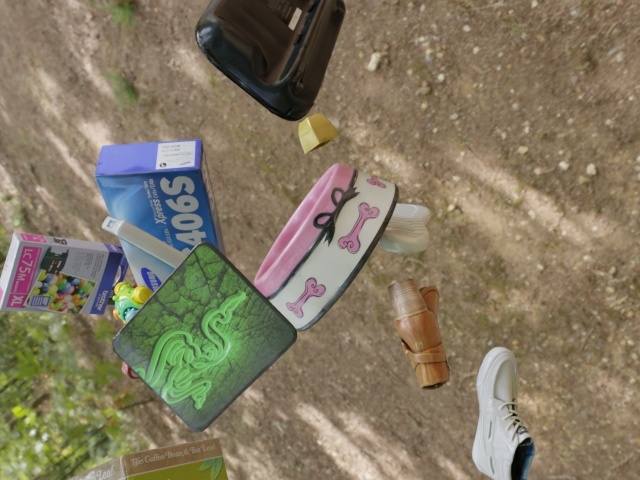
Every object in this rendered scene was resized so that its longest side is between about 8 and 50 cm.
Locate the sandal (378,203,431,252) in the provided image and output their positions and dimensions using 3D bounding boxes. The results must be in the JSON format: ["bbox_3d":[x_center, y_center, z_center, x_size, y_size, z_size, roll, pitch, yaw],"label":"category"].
[{"bbox_3d":[0.196,-0.019,1.627,0.169,0.416,0.102,6,105,8],"label":"sandal"}]

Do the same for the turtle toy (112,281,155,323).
[{"bbox_3d":[-0.255,0.110,0.951,0.130,0.066,0.095,27,165,-36],"label":"turtle toy"}]

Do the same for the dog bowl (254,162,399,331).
[{"bbox_3d":[0.000,0.000,1.448,0.150,0.408,0.408,34,154,-8],"label":"dog bowl"}]

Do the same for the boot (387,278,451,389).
[{"bbox_3d":[0.231,0.207,1.359,0.283,0.109,0.220,43,-152,-71],"label":"boot"}]

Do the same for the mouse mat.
[{"bbox_3d":[-0.135,0.112,0.710,0.152,0.007,0.190,44,109,1],"label":"mouse mat"}]

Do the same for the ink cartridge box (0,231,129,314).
[{"bbox_3d":[-0.626,0.091,1.582,0.065,0.311,0.186,35,108,42],"label":"ink cartridge box"}]

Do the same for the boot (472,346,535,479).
[{"bbox_3d":[0.367,0.344,1.212,0.123,0.095,0.259,-163,74,-66],"label":"boot"}]

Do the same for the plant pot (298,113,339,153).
[{"bbox_3d":[-0.014,-0.303,1.756,0.081,0.081,0.083,-27,91,55],"label":"plant pot"}]

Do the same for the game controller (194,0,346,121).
[{"bbox_3d":[-0.053,-0.289,0.824,0.166,0.319,0.067,30,134,-15],"label":"game controller"}]

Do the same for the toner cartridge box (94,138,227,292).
[{"bbox_3d":[-0.263,-0.017,1.113,0.165,0.075,0.348,-3,139,0],"label":"toner cartridge box"}]

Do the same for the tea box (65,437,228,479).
[{"bbox_3d":[-0.325,0.562,1.122,0.329,0.220,0.324,-32,65,32],"label":"tea box"}]

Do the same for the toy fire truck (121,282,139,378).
[{"bbox_3d":[-0.391,0.243,1.722,0.169,0.302,0.254,9,91,41],"label":"toy fire truck"}]

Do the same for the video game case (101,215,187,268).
[{"bbox_3d":[-0.194,0.031,0.870,0.212,0.023,0.193,32,171,-22],"label":"video game case"}]
